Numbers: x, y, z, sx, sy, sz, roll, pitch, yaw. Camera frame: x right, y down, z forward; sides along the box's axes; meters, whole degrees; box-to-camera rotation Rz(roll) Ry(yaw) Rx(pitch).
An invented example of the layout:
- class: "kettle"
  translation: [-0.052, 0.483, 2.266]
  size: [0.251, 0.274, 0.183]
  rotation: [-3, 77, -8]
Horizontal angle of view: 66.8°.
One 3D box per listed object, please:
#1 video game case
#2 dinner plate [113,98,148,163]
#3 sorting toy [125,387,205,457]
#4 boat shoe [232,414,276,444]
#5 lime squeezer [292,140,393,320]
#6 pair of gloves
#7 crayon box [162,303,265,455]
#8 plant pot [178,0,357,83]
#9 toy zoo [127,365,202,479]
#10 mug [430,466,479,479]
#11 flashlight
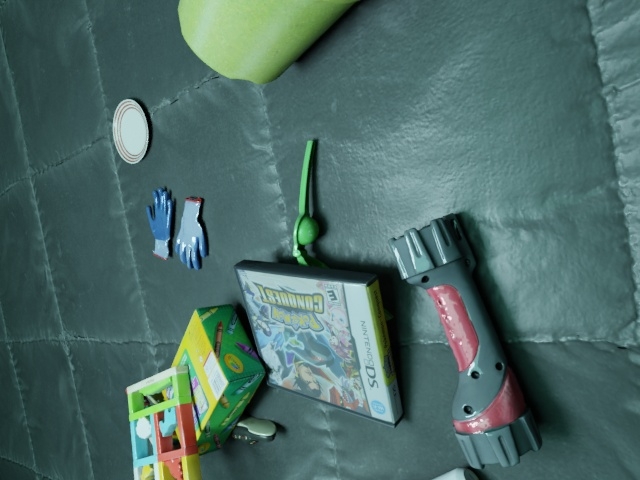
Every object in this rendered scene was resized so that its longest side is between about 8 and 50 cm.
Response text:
- class: "video game case"
  translation: [-0.010, 0.158, 0.783]
  size: [0.275, 0.035, 0.248]
  rotation: [4, 115, 39]
- class: "dinner plate"
  translation: [-0.424, -0.245, 1.093]
  size: [0.141, 0.017, 0.141]
  rotation: [8, 103, 38]
- class: "sorting toy"
  translation: [-0.321, 0.399, 1.059]
  size: [0.046, 0.132, 0.274]
  rotation: [-52, 51, 0]
- class: "boat shoe"
  translation: [-0.129, 0.374, 0.949]
  size: [0.133, 0.049, 0.042]
  rotation: [-9, 88, 46]
- class: "lime squeezer"
  translation: [0.000, 0.000, 0.773]
  size: [0.110, 0.059, 0.310]
  rotation: [-30, 78, 38]
- class: "pair of gloves"
  translation: [-0.309, -0.026, 1.038]
  size: [0.198, 0.023, 0.159]
  rotation: [15, 105, 35]
- class: "crayon box"
  translation: [-0.220, 0.279, 0.951]
  size: [0.165, 0.081, 0.278]
  rotation: [55, 131, 33]
- class: "plant pot"
  translation: [-0.067, -0.362, 0.654]
  size: [0.254, 0.276, 0.276]
  rotation: [-37, 75, 49]
- class: "toy zoo"
  translation: [-0.297, 0.405, 0.918]
  size: [0.192, 0.030, 0.293]
  rotation: [-29, 65, 36]
- class: "mug"
  translation: [0.198, 0.357, 0.688]
  size: [0.064, 0.078, 0.062]
  rotation: [-50, 34, 24]
- class: "flashlight"
  translation: [0.176, 0.126, 0.627]
  size: [0.103, 0.103, 0.304]
  rotation: [-28, 81, 41]
